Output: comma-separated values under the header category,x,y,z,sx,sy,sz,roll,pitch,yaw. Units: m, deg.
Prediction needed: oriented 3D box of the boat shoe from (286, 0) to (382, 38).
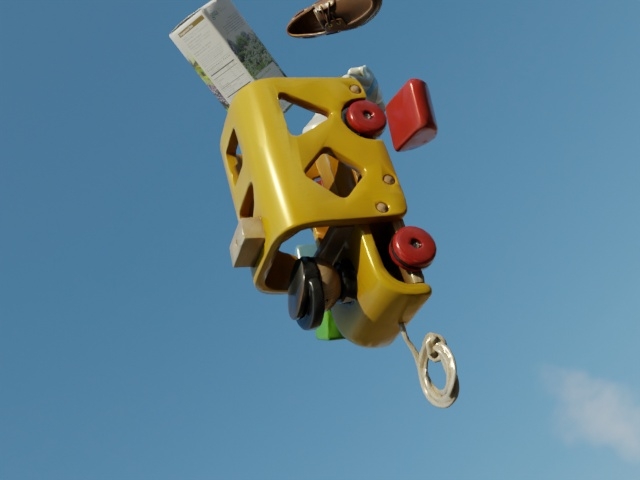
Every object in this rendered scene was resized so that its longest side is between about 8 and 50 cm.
category,x,y,z,sx,sy,sz,roll,pitch,yaw
boat shoe,0.019,-0.360,1.292,0.060,0.178,0.064,-38,-69,-45

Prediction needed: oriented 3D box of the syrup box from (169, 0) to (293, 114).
category,x,y,z,sx,sy,sz,roll,pitch,yaw
syrup box,-0.153,-0.316,1.461,0.096,0.093,0.237,-27,-72,37

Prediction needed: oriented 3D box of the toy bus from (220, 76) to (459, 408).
category,x,y,z,sx,sy,sz,roll,pitch,yaw
toy bus,-0.004,-0.007,0.513,0.104,0.202,0.190,-4,-77,-21

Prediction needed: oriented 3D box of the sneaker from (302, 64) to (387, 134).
category,x,y,z,sx,sy,sz,roll,pitch,yaw
sneaker,0.031,-0.228,1.372,0.229,0.087,0.092,-44,-62,-51
